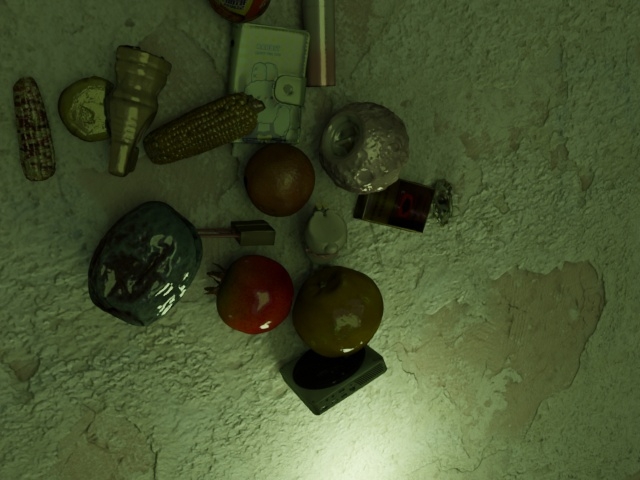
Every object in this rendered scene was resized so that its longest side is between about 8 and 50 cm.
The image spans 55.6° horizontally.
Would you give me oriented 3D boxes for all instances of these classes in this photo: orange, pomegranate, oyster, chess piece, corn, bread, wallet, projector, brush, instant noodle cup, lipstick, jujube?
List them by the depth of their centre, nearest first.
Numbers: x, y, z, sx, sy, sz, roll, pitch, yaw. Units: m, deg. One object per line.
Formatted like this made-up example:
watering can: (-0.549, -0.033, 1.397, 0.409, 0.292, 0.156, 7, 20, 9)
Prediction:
corn: (-0.666, -0.256, 1.403, 0.079, 0.079, 0.237, -12, 106, -24)
bread: (-0.555, -0.312, 1.437, 0.125, 0.086, 0.156, 1, 101, -21)
instant noodle cup: (-0.191, -0.635, 1.449, 0.213, 0.174, 0.214, 1, 83, -9)
chess piece: (-0.450, -0.300, 1.450, 0.137, 0.137, 0.301, 12, 92, -29)
jujube: (-0.441, 0.064, 1.521, 0.308, 0.215, 0.246, -45, 98, -1)
corn: (-0.291, -0.283, 1.531, 0.321, 0.119, 0.119, -20, 114, 4)
wallet: (-0.147, -0.411, 1.621, 0.223, 0.077, 0.310, 0, 106, -24)
lipstick: (-0.004, -0.584, 1.637, 0.087, 0.087, 0.327, -9, 109, -24)
orange: (-0.111, -0.161, 1.643, 0.205, 0.206, 0.206, -8, 107, -25)
brush: (-0.248, -0.019, 1.666, 0.233, 0.103, 0.047, -3, 110, -25)
pomegranate: (-0.201, 0.144, 1.680, 0.256, 0.221, 0.221, 24, 93, -4)
orange: (0.048, 0.202, 1.776, 0.279, 0.279, 0.235, -46, 119, -8)
projector: (0.031, 0.382, 1.827, 0.257, 0.259, 0.079, -30, 114, -17)
oyster: (0.394, -0.114, 1.991, 0.108, 0.053, 0.166, -27, 109, -49)

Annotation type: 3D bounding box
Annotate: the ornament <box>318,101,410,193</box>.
ornament: (0.126, -0.254, 1.704, 0.225, 0.259, 0.260, 16, 97, -49)

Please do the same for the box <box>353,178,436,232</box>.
box: (0.232, -0.118, 1.900, 0.240, 0.071, 0.160, 13, 96, -28)

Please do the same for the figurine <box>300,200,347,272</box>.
figurine: (0.000, 0.000, 1.779, 0.127, 0.235, 0.155, -22, 73, -17)
